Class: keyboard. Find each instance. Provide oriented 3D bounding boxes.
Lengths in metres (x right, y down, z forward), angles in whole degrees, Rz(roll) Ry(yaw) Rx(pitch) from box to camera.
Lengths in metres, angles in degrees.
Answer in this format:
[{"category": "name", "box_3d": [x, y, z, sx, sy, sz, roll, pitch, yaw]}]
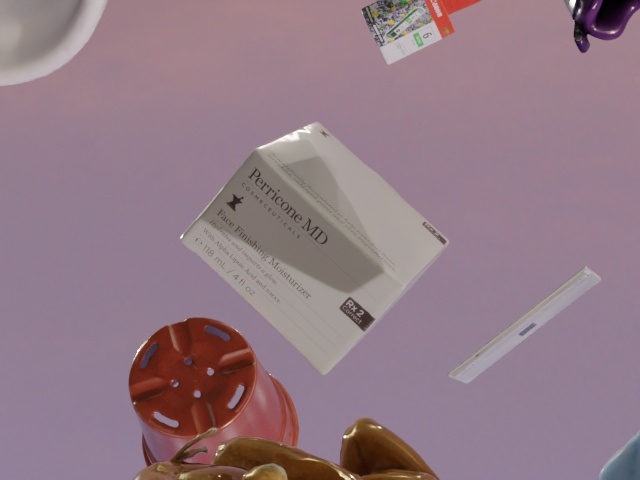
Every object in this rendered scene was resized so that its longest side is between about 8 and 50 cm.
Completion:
[{"category": "keyboard", "box_3d": [0.295, 0.126, 1.771, 0.256, 0.072, 0.014, -40, -115, 14]}]

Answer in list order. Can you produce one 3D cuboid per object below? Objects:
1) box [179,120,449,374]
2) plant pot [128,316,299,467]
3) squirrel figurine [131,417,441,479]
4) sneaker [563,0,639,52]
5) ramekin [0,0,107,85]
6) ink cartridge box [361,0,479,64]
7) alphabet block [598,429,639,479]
[{"category": "box", "box_3d": [0.000, 0.000, 1.126, 0.119, 0.181, 0.182, -49, 175, 22]}, {"category": "plant pot", "box_3d": [-0.184, 0.267, 1.972, 0.272, 0.265, 0.272, -3, -119, 5]}, {"category": "squirrel figurine", "box_3d": [0.012, 0.316, 1.067, 0.397, 0.370, 0.281, 37, -93, 35]}, {"category": "sneaker", "box_3d": [0.241, -0.197, 0.733, 0.223, 0.083, 0.098, -34, -135, 34]}, {"category": "ramekin", "box_3d": [-0.216, -0.231, 0.671, 0.277, 0.277, 0.135, 0, -134, 30]}, {"category": "ink cartridge box", "box_3d": [0.105, -0.228, 1.224, 0.115, 0.063, 0.029, -24, -130, 9]}, {"category": "alphabet block", "box_3d": [0.291, 0.142, 0.582, 0.192, 0.197, 0.193, -52, -138, 29]}]
